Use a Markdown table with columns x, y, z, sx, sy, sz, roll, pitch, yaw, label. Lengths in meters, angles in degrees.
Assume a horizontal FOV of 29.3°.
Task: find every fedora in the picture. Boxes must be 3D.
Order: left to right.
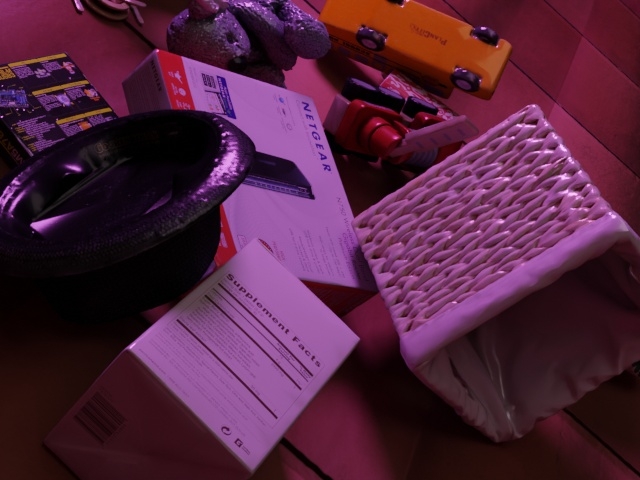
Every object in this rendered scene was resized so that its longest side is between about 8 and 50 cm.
| x | y | z | sx | sy | sz | roll | pitch | yaw | label |
| --- | --- | --- | --- | --- | --- | --- | --- | --- | --- |
| -0.217 | -0.013 | 1.380 | 0.334 | 0.334 | 0.152 | -75 | 156 | -54 | fedora |

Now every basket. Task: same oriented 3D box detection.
| x | y | z | sx | sy | sz | roll | pitch | yaw | label |
| --- | --- | --- | --- | --- | --- | --- | --- | --- | --- |
| 0.266 | 0.053 | 1.669 | 0.328 | 0.331 | 0.266 | 43 | 17 | -50 | basket |

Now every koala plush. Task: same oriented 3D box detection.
| x | y | z | sx | sy | sz | roll | pitch | yaw | label |
| --- | --- | --- | --- | --- | --- | --- | --- | --- | --- |
| -0.145 | -0.293 | 1.819 | 0.221 | 0.196 | 0.203 | -5 | 45 | -50 | koala plush |

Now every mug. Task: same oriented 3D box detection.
| x | y | z | sx | sy | sz | roll | pitch | yaw | label |
| --- | --- | --- | --- | --- | --- | --- | --- | --- | --- |
| 0.166 | -0.210 | 2.151 | 0.169 | 0.113 | 0.150 | 39 | -2 | 0 | mug |

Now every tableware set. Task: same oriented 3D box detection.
| x | y | z | sx | sy | sz | roll | pitch | yaw | label |
| --- | --- | --- | --- | --- | --- | --- | --- | --- | --- |
| -0.340 | -0.415 | 1.860 | 0.128 | 0.039 | 0.194 | 2 | 51 | -47 | tableware set |

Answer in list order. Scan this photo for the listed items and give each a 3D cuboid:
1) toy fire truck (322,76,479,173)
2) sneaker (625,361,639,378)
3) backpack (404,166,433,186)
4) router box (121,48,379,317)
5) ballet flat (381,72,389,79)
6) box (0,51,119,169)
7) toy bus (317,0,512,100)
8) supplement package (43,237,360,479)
| x | y | z | sx | sy | sz | roll | pitch | yaw | label |
| --- | --- | --- | --- | --- | --- | --- | --- | --- | --- |
| 0.156 | -0.162 | 1.933 | 0.217 | 0.158 | 0.246 | 11 | 21 | -41 | toy fire truck |
| 0.452 | 0.134 | 2.036 | 0.147 | 0.129 | 0.330 | 27 | -4 | 45 | sneaker |
| 0.215 | -0.039 | 1.965 | 0.182 | 0.115 | 0.152 | 0 | 84 | -44 | backpack |
| -0.094 | -0.071 | 1.649 | 0.301 | 0.082 | 0.335 | 10 | 53 | -46 | router box |
| 0.147 | -0.331 | 2.281 | 0.068 | 0.072 | 0.213 | 29 | 35 | -15 | ballet flat |
| -0.340 | -0.149 | 1.551 | 0.184 | 0.045 | 0.191 | 48 | 32 | 9 | box |
| 0.160 | -0.345 | 2.147 | 0.333 | 0.130 | 0.108 | 24 | 73 | 4 | toy bus |
| -0.119 | 0.158 | 1.316 | 0.175 | 0.177 | 0.293 | 44 | 31 | 1 | supplement package |
